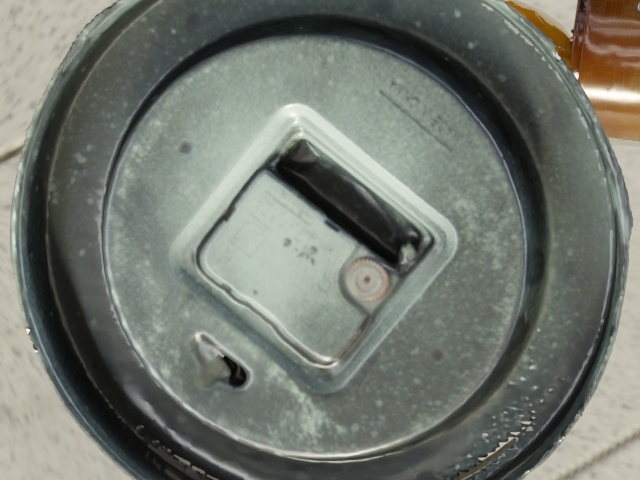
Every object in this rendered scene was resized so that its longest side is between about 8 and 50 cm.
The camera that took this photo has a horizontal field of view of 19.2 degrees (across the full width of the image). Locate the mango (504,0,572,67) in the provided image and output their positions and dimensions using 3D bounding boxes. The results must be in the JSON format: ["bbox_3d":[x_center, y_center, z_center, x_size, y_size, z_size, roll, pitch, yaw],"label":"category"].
[{"bbox_3d":[0.109,-0.157,1.575,0.219,0.145,0.112,15,102,-1],"label":"mango"}]

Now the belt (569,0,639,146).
[{"bbox_3d":[0.251,-0.170,1.476,0.105,0.261,0.184,6,126,9],"label":"belt"}]

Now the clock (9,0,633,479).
[{"bbox_3d":[0.000,0.000,1.173,0.386,0.076,0.386,2,100,13],"label":"clock"}]
